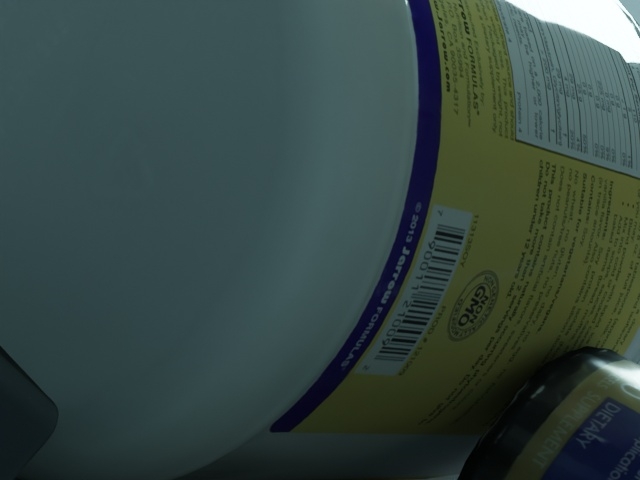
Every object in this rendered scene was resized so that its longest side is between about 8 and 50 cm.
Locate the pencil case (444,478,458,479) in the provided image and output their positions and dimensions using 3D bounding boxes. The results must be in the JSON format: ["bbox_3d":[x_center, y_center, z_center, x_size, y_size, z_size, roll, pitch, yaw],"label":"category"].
[{"bbox_3d":[0.103,0.106,1.065,0.184,0.160,0.410,5,-6,14],"label":"pencil case"}]

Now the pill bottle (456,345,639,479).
[{"bbox_3d":[0.155,0.136,0.606,0.219,0.123,0.123,29,-1,28],"label":"pill bottle"}]

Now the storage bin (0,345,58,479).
[{"bbox_3d":[-0.129,0.020,0.477,0.091,0.098,0.135,44,-6,-37],"label":"storage bin"}]

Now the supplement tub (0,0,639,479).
[{"bbox_3d":[-0.001,-0.025,0.696,0.241,0.241,0.331,33,12,31],"label":"supplement tub"}]
